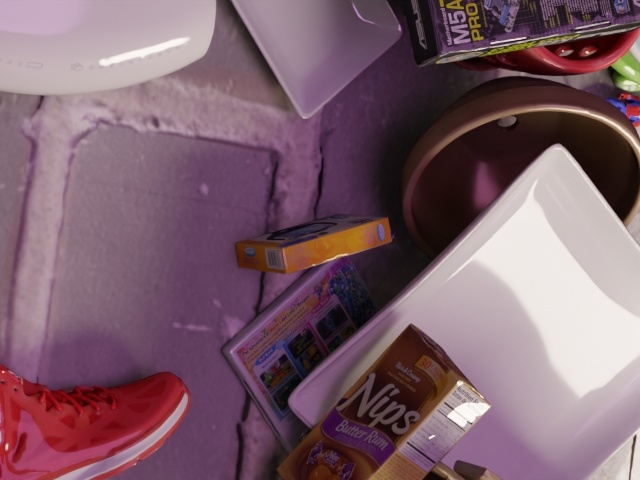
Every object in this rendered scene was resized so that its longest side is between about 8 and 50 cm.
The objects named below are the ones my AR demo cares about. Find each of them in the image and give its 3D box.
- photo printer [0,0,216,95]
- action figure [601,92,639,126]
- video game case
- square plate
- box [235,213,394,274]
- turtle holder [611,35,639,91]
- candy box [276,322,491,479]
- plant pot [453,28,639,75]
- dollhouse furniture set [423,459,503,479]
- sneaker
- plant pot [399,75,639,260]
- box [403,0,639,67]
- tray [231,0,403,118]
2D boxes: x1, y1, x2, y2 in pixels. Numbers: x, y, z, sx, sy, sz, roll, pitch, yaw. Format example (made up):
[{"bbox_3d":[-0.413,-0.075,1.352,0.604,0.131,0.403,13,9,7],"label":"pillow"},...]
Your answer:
[{"bbox_3d":[-0.210,-0.273,1.523,0.256,0.107,0.307,-7,101,-29],"label":"photo printer"},{"bbox_3d":[0.310,-0.136,1.956,0.115,0.030,0.038,-1,90,-37],"label":"action figure"},{"bbox_3d":[-0.001,0.109,1.765,0.157,0.019,0.143,-42,115,-24],"label":"video game case"},{"bbox_3d":[0.180,0.120,1.803,0.347,0.049,0.344,-44,125,0],"label":"square plate"},{"bbox_3d":[0.000,0.000,1.719,0.136,0.081,0.028,-19,104,-33],"label":"box"},{"bbox_3d":[0.402,-0.246,1.888,0.243,0.227,0.320,-39,114,-27],"label":"turtle holder"},{"bbox_3d":[0.054,0.176,1.676,0.186,0.109,0.053,-47,124,4],"label":"candy box"},{"bbox_3d":[0.191,-0.251,1.774,0.191,0.174,0.191,-4,97,-34],"label":"plant pot"},{"bbox_3d":[0.083,0.318,1.704,0.161,0.242,0.212,39,73,-31],"label":"dollhouse furniture set"},{"bbox_3d":[-0.217,0.140,1.579,0.221,0.087,0.128,-33,113,-30],"label":"sneaker"},{"bbox_3d":[0.189,-0.080,1.795,0.237,0.237,0.109,27,39,-33],"label":"plant pot"},{"bbox_3d":[0.164,-0.301,1.626,0.216,0.060,0.270,-12,89,-17],"label":"box"},{"bbox_3d":[-0.037,-0.259,1.703,0.145,0.030,0.270,-42,116,-24],"label":"tray"}]
